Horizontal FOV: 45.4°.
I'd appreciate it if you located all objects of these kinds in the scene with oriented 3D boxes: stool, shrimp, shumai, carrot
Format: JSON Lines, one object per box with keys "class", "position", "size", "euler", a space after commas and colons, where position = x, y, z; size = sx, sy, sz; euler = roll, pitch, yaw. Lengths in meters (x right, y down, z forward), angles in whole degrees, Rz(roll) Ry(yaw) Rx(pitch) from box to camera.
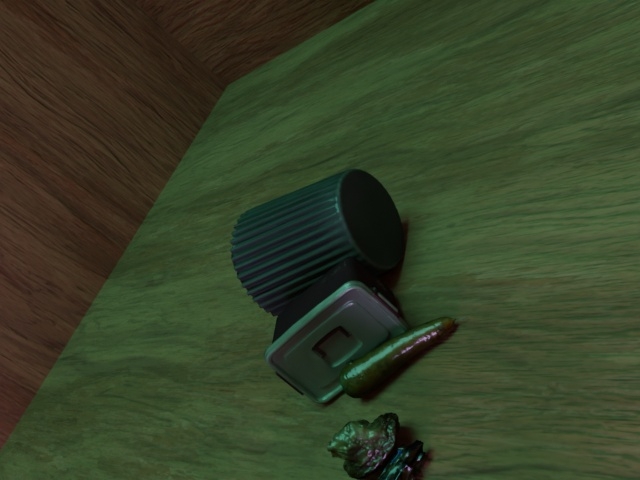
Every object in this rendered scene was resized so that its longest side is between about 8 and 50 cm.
{"class": "stool", "position": [0.000, 0.000, 1.841], "size": [0.330, 0.297, 0.297], "euler": [-25, 35, 35]}
{"class": "shrimp", "position": [0.131, 0.470, 1.265], "size": [0.222, 0.054, 0.290], "euler": [-2, 53, 57]}
{"class": "shumai", "position": [0.087, 0.363, 1.403], "size": [0.139, 0.105, 0.123], "euler": [-28, 12, 21]}
{"class": "carrot", "position": [0.166, 0.221, 1.537], "size": [0.298, 0.078, 0.078], "euler": [-35, 29, 17]}

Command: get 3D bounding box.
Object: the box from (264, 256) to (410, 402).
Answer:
{"class": "box", "position": [0.032, 0.185, 1.653], "size": [0.294, 0.193, 0.167], "euler": [-41, 22, 18]}
